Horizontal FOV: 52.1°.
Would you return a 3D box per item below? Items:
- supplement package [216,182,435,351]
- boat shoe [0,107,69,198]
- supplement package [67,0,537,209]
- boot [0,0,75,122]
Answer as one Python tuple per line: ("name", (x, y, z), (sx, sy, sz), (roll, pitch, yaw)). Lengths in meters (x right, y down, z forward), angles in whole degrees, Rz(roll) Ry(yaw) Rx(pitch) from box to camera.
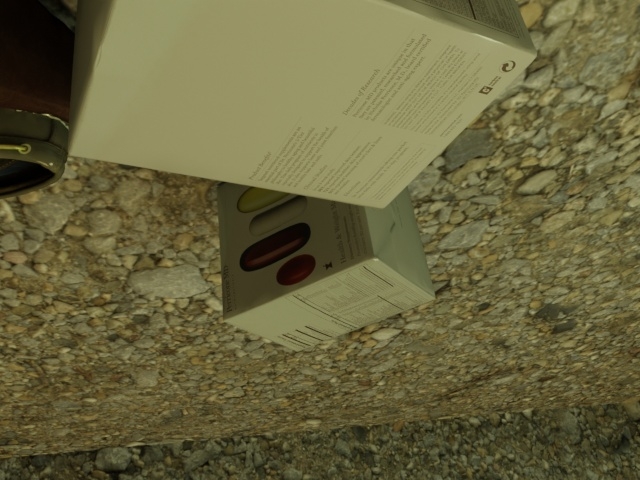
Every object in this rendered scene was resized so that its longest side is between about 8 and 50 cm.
("supplement package", (0.000, 0.000, 0.795), (0.203, 0.194, 0.149), (-25, 146, 25))
("boat shoe", (-0.394, -0.073, 0.666), (0.305, 0.091, 0.109), (-14, 150, 10))
("supplement package", (-0.029, -0.172, 0.485), (0.263, 0.198, 0.199), (8, 147, -28))
("boot", (-0.217, -0.125, 0.478), (0.090, 0.248, 0.207), (-37, 146, 13))
